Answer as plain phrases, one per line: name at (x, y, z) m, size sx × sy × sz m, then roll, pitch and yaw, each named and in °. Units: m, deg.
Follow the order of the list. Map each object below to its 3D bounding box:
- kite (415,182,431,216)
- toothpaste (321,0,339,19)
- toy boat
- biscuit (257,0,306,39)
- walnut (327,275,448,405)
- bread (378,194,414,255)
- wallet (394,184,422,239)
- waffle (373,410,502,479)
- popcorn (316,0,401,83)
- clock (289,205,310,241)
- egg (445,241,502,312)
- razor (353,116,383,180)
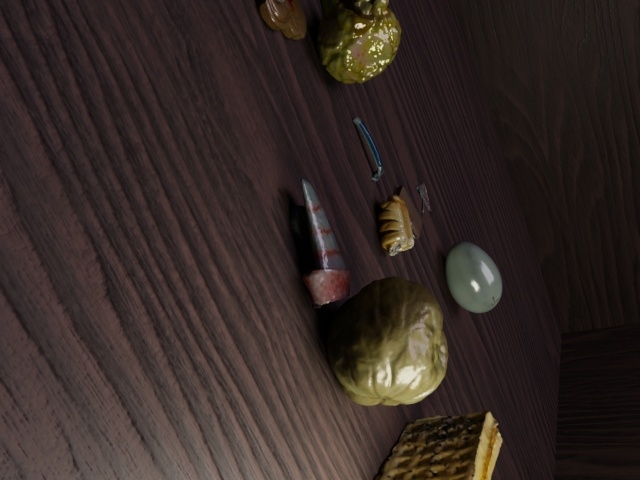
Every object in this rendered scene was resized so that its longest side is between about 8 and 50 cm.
kite at (0.357, -0.141, 2.431) m, size 0.139 × 0.011 × 0.156 m, roll 50°, pitch 37°, yaw -39°
toothpaste at (0.104, -0.687, 2.109) m, size 0.327 × 0.077 × 0.110 m, roll -20°, pitch 98°, yaw -63°
toy boat at (0.000, 0.000, 1.579) m, size 0.206 × 0.096 × 0.282 m, roll -14°, pitch 89°, yaw -69°
biscuit at (-0.121, -0.614, 1.680) m, size 0.319 × 0.047 × 0.183 m, roll 59°, pitch 29°, yaw -29°
walnut at (0.152, 0.232, 1.579) m, size 0.282 × 0.253 × 0.276 m, roll 62°, pitch 35°, yaw -46°
bread at (0.213, -0.042, 2.021) m, size 0.119 × 0.084 × 0.177 m, roll 28°, pitch 54°, yaw -58°
wallet at (0.271, -0.084, 2.206) m, size 0.152 × 0.039 × 0.118 m, roll 60°, pitch 29°, yaw -24°
waffle at (0.291, 0.552, 1.709) m, size 0.376 × 0.261 × 0.114 m, roll -36°, pitch 105°, yaw -62°
popcorn at (0.099, -0.550, 1.879) m, size 0.259 × 0.259 × 0.212 m, roll 48°, pitch 3°, yaw -44°
clock at (-0.041, -0.039, 1.600) m, size 0.085 × 0.017 × 0.085 m, roll 36°, pitch 47°, yaw -52°
egg at (0.527, 0.127, 2.446) m, size 0.264 × 0.183 × 0.183 m, roll 66°, pitch 28°, yaw -10°
razor at (0.143, -0.270, 2.040) m, size 0.191 × 0.037 × 0.068 m, roll 67°, pitch 29°, yaw -19°
